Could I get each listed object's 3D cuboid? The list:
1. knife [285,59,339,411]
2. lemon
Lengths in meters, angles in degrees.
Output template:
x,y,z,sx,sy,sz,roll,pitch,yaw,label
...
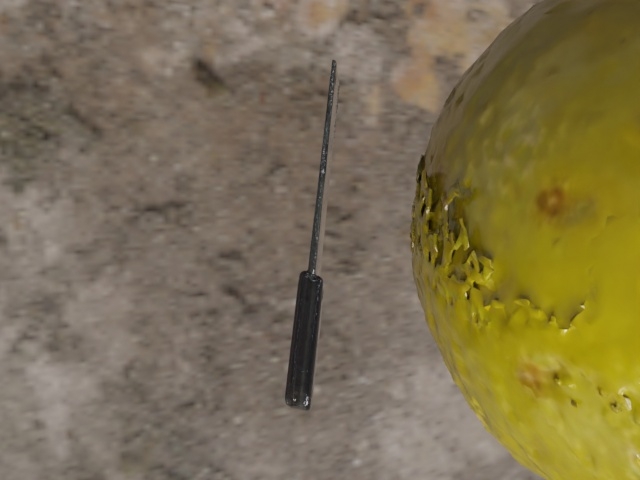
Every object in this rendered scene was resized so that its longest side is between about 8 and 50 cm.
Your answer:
x,y,z,sx,sy,sz,roll,pitch,yaw,label
0.000,0.000,1.347,0.019,0.072,0.245,6,78,6,knife
0.175,0.003,0.831,0.310,0.258,0.258,21,104,60,lemon
